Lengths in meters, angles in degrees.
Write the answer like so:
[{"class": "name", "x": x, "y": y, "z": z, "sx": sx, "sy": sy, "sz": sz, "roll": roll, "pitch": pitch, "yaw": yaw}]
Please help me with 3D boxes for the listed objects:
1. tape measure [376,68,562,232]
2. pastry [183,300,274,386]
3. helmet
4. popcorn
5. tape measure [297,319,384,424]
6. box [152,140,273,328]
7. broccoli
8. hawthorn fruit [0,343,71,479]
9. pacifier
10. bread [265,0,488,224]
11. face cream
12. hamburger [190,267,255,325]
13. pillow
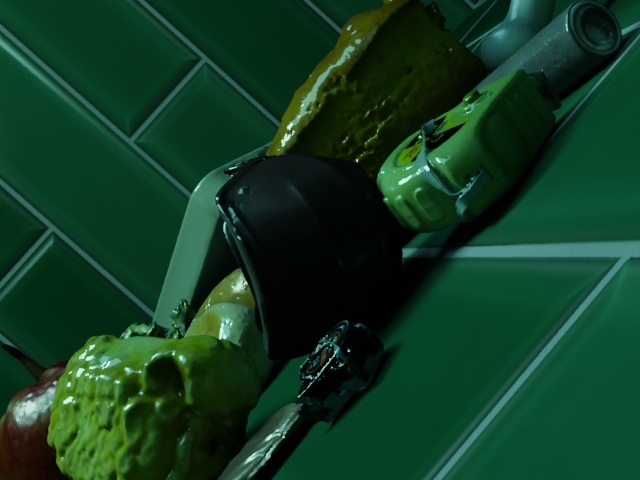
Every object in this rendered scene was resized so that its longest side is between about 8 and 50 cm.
[{"class": "tape measure", "x": 0.148, "y": -0.079, "z": 1.351, "sx": 0.175, "sy": 0.106, "sz": 0.200, "roll": -25, "pitch": 22, "yaw": 41}, {"class": "pastry", "x": -0.129, "y": 0.159, "z": 1.761, "sx": 0.156, "sy": 0.092, "sz": 0.156, "roll": -37, "pitch": 41, "yaw": 41}, {"class": "helmet", "x": 0.000, "y": 0.000, "z": 1.445, "sx": 0.177, "sy": 0.225, "sz": 0.305, "roll": -19, "pitch": 11, "yaw": 7}, {"class": "popcorn", "x": -0.193, "y": 0.221, "z": 1.465, "sx": 0.286, "sy": 0.173, "sz": 0.225, "roll": -4, "pitch": 81, "yaw": 44}, {"class": "tape measure", "x": 0.019, "y": 0.119, "z": 1.220, "sx": 0.091, "sy": 0.054, "sz": 0.094, "roll": -44, "pitch": 13, "yaw": 24}, {"class": "box", "x": -0.125, "y": -0.017, "z": 2.276, "sx": 0.367, "sy": 0.090, "sz": 0.373, "roll": -32, "pitch": -29, "yaw": -47}, {"class": "broccoli", "x": -0.233, "y": 0.192, "z": 2.094, "sx": 0.198, "sy": 0.177, "sz": 0.275, "roll": -57, "pitch": 11, "yaw": -32}, {"class": "hawthorn fruit", "x": -0.327, "y": 0.258, "z": 1.694, "sx": 0.254, "sy": 0.300, "sz": 0.254, "roll": -42, "pitch": 3, "yaw": 3}, {"class": "pacifier", "x": 0.271, "y": -0.341, "z": 1.704, "sx": 0.343, "sy": 0.288, "sz": 0.269, "roll": -88, "pitch": 14, "yaw": -88}, {"class": "bread", "x": 0.077, "y": -0.151, "z": 1.722, "sx": 0.358, "sy": 0.204, "sz": 0.337, "roll": -55, "pitch": -4, "yaw": -1}, {"class": "face cream", "x": 0.241, "y": -0.184, "z": 1.502, "sx": 0.073, "sy": 0.073, "sz": 0.283, "roll": -51, "pitch": 6, "yaw": -30}, {"class": "hamburger", "x": -0.116, "y": 0.126, "z": 1.889, "sx": 0.262, "sy": 0.131, "sz": 0.124, "roll": -51, "pitch": 3, "yaw": 24}, {"class": "pillow", "x": -0.087, "y": 0.245, "z": 1.289, "sx": 0.211, "sy": 0.034, "sz": 0.135, "roll": -49, "pitch": 1, "yaw": -25}]
